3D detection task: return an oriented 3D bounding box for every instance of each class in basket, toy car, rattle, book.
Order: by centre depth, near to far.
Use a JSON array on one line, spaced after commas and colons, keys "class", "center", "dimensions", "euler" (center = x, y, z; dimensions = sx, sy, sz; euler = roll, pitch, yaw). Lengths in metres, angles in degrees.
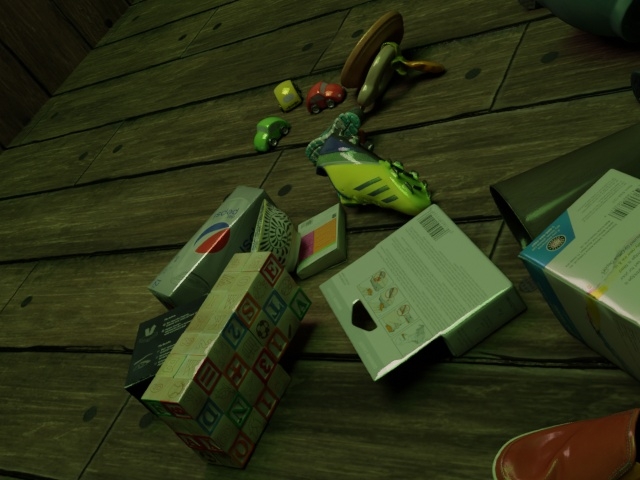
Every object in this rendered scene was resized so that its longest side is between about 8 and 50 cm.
[{"class": "basket", "center": [0.382, -0.058, 1.238], "dimensions": [0.227, 0.154, 0.204], "euler": [-30, 39, 4]}, {"class": "book", "center": [0.000, 0.000, 1.629], "dimensions": [0.096, 0.035, 0.144], "euler": [-27, 33, 21]}, {"class": "rattle", "center": [0.148, -0.309, 1.878], "dimensions": [0.199, 0.143, 0.130], "euler": [-62, 5, -10]}, {"class": "toy car", "center": [-0.081, -0.297, 2.056], "dimensions": [0.225, 0.053, 0.239], "euler": [-49, 34, -19]}]

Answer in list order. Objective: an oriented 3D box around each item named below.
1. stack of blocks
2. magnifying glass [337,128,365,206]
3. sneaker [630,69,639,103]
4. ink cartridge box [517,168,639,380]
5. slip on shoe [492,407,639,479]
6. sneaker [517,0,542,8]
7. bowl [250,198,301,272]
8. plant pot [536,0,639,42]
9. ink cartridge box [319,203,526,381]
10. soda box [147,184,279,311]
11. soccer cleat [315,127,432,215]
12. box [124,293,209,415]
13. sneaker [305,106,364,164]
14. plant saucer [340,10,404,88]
[{"class": "stack of blocks", "center": [-0.129, 0.182, 1.392], "dimensions": [0.087, 0.171, 0.297], "euler": [-4, 44, 41]}, {"class": "magnifying glass", "center": [0.076, -0.148, 1.748], "dimensions": [0.092, 0.026, 0.231], "euler": [-24, 34, 20]}, {"class": "sneaker", "center": [0.566, -0.225, 1.353], "dimensions": [0.082, 0.069, 0.209], "euler": [-26, 30, -11]}, {"class": "ink cartridge box", "center": [0.397, 0.056, 1.054], "dimensions": [0.171, 0.168, 0.233], "euler": [-41, 33, -5]}, {"class": "slip on shoe", "center": [0.338, 0.228, 0.960], "dimensions": [0.331, 0.101, 0.123], "euler": [-14, 41, 34]}, {"class": "sneaker", "center": [0.522, -0.568, 1.796], "dimensions": [0.226, 0.086, 0.163], "euler": [-2, 49, 43]}, {"class": "bowl", "center": [-0.082, 0.014, 1.617], "dimensions": [0.170, 0.080, 0.170], "euler": [-169, 90, -82]}, {"class": "plant pot", "center": [0.533, -0.467, 1.519], "dimensions": [0.293, 0.293, 0.196], "euler": [-34, 59, 5]}, {"class": "ink cartridge box", "center": [0.146, 0.086, 1.358], "dimensions": [0.239, 0.060, 0.275], "euler": [-36, 33, 3]}, {"class": "soda box", "center": [-0.197, 0.026, 1.722], "dimensions": [0.091, 0.098, 0.286], "euler": [14, 57, 50]}, {"class": "soccer cleat", "center": [0.094, -0.102, 1.613], "dimensions": [0.289, 0.093, 0.121], "euler": [41, 108, 43]}, {"class": "box", "center": [-0.243, 0.200, 1.550], "dimensions": [0.156, 0.093, 0.158], "euler": [-24, 36, 20]}, {"class": "sneaker", "center": [0.036, -0.215, 1.822], "dimensions": [0.166, 0.065, 0.076], "euler": [-37, 11, 40]}, {"class": "plant saucer", "center": [0.120, -0.410, 1.932], "dimensions": [0.200, 0.037, 0.200], "euler": [-48, -10, -11]}]
